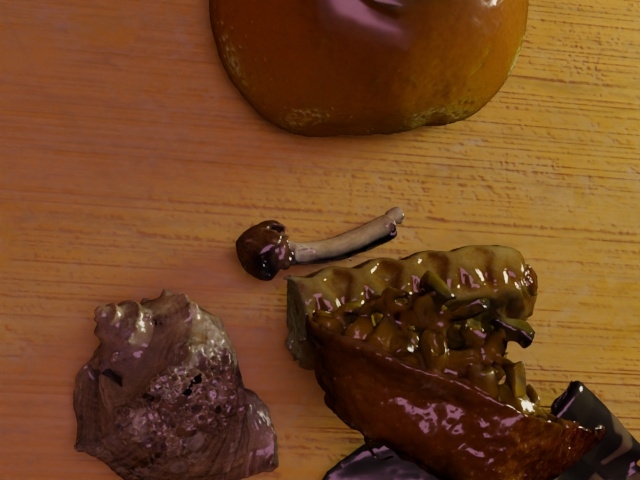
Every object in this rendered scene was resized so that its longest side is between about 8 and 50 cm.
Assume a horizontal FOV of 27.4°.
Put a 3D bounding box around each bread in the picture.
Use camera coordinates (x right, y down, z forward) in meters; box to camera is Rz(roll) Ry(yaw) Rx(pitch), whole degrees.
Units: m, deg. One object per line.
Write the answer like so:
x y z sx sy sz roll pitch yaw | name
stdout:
0.095 0.065 1.337 0.270 0.087 0.098 -9 69 -13 | bread

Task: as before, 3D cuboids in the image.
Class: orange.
0.064 -0.239 1.342 0.335 0.196 0.262 -4 97 -19 | orange

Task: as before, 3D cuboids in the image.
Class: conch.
-0.141 0.161 1.272 0.178 0.163 0.245 -38 111 18 | conch

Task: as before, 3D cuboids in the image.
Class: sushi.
0.122 0.140 1.230 0.296 0.167 0.179 31 90 9 | sushi

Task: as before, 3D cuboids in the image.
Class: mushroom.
0.000 0.000 1.352 0.187 0.061 0.060 -10 98 -24 | mushroom

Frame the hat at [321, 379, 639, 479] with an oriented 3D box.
0.188 0.344 1.303 0.382 0.257 0.366 -16 46 19 | hat
